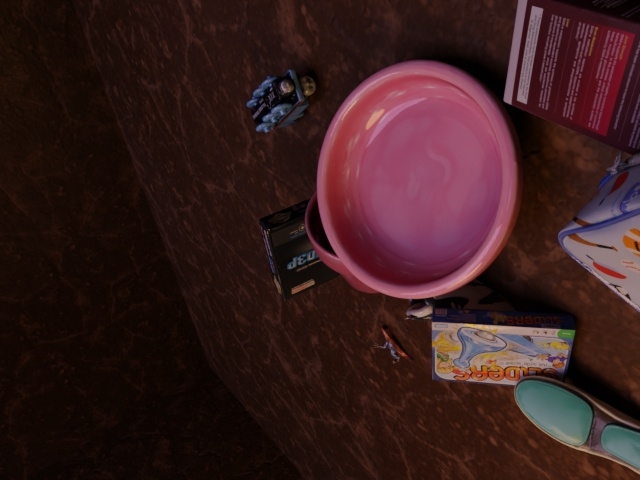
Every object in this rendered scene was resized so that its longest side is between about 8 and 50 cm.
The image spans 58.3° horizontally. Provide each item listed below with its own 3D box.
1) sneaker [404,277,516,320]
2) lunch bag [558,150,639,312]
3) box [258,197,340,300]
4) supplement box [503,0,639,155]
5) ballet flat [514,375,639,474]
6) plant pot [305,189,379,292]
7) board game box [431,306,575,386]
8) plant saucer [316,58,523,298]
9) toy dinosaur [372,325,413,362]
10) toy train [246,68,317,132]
[{"bbox_3d":[0.216,0.120,0.942,0.235,0.153,0.094,58,156,7],"label":"sneaker"},{"bbox_3d":[0.373,0.036,0.507,0.303,0.115,0.243,42,172,2],"label":"lunch bag"},{"bbox_3d":[0.000,0.000,1.138,0.051,0.220,0.175,44,151,50],"label":"box"},{"bbox_3d":[0.307,-0.166,0.569,0.239,0.073,0.130,39,149,38],"label":"supplement box"},{"bbox_3d":[0.405,0.270,0.829,0.248,0.086,0.086,26,138,40],"label":"ballet flat"},{"bbox_3d":[0.087,-0.001,1.034,0.201,0.201,0.180,44,165,31],"label":"plant pot"},{"bbox_3d":[0.274,0.167,0.883,0.201,0.035,0.136,1,128,14],"label":"board game box"},{"bbox_3d":[0.139,-0.084,0.827,0.332,0.084,0.332,2,94,43],"label":"plant saucer"},{"bbox_3d":[0.166,0.234,1.313,0.090,0.047,0.082,-9,102,28],"label":"toy dinosaur"},{"bbox_3d":[-0.075,-0.274,1.126,0.184,0.105,0.080,-23,88,65],"label":"toy train"}]
